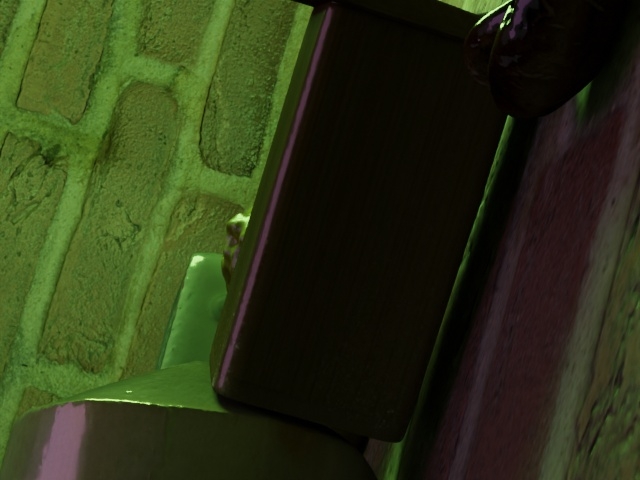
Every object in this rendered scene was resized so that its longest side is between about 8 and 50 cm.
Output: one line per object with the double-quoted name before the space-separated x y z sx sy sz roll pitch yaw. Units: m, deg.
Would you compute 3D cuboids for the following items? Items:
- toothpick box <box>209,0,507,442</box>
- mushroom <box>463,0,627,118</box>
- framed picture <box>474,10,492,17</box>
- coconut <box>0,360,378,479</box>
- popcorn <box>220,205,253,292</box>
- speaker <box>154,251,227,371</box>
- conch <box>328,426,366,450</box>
"toothpick box" 0.029 -0.028 1.131 0.187 0.190 0.308 -131 59 -80
"mushroom" 0.141 -0.134 0.956 0.135 0.080 0.170 -62 1 -24
"framed picture" 0.060 -0.092 1.315 0.010 0.173 0.231 45 -133 -45
"coconut" -0.108 0.231 1.147 0.323 0.323 0.323 -163 90 -83
"popcorn" 0.003 0.005 1.418 0.197 0.155 0.197 -54 -16 -23
"speaker" -0.094 0.212 1.568 0.183 0.184 0.406 115 169 -54
"conch" -0.006 0.179 1.374 0.086 0.080 0.233 -96 23 -53
